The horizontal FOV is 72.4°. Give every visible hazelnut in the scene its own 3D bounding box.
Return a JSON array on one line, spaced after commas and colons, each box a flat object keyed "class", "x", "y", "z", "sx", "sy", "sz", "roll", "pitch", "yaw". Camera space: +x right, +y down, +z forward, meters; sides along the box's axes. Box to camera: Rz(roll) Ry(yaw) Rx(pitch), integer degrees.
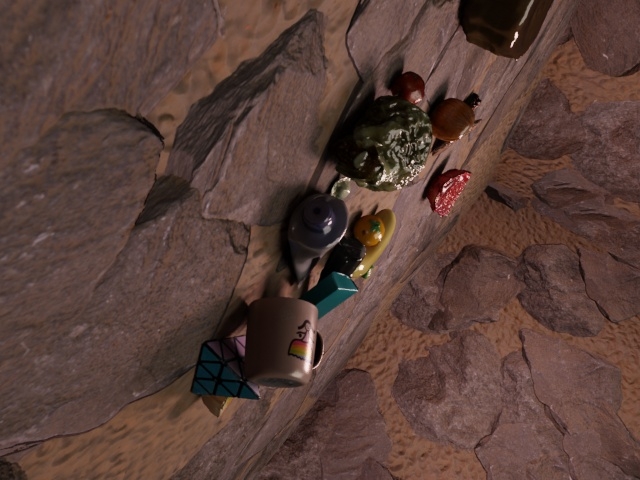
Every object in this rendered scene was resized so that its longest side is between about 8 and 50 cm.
[{"class": "hazelnut", "x": 0.451, "y": -0.411, "z": 1.510, "sx": 0.150, "sy": 0.150, "sz": 0.150, "roll": -45, "pitch": 158, "yaw": -24}]

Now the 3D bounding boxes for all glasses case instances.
[{"class": "glasses case", "x": -0.034, "y": 0.205, "z": 1.341, "sx": 0.301, "sy": 0.070, "sz": 0.117, "roll": -41, "pitch": 150, "yaw": 23}]

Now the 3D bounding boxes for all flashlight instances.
[{"class": "flashlight", "x": 0.024, "y": 0.142, "z": 1.436, "sx": 0.103, "sy": 0.103, "sz": 0.424, "roll": -37, "pitch": 164, "yaw": -40}]

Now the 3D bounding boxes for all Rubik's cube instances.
[{"class": "Rubik's cube", "x": -0.266, "y": 0.300, "z": 1.181, "sx": 0.190, "sy": 0.212, "sz": 0.178, "roll": -79, "pitch": 158, "yaw": -44}]

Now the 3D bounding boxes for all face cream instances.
[{"class": "face cream", "x": 0.000, "y": 0.000, "z": 1.217, "sx": 0.234, "sy": 0.137, "sz": 0.420, "roll": -54, "pitch": 169, "yaw": -15}]

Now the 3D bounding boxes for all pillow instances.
[{"class": "pillow", "x": 0.563, "y": -0.433, "z": 1.809, "sx": 0.248, "sy": 0.049, "sz": 0.135, "roll": -38, "pitch": -177, "yaw": -31}]

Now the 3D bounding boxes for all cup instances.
[{"class": "cup", "x": -0.086, "y": 0.289, "z": 1.182, "sx": 0.253, "sy": 0.192, "sz": 0.200, "roll": 31, "pitch": 51, "yaw": -42}]

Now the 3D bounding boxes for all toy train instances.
[{"class": "toy train", "x": 0.570, "y": -0.506, "z": 1.763, "sx": 0.250, "sy": 0.053, "sz": 0.085, "roll": -44, "pitch": 167, "yaw": -28}]

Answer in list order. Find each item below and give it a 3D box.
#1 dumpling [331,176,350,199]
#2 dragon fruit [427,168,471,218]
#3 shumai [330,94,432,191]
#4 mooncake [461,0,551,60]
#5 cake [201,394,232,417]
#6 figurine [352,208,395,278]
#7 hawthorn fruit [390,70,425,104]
[{"class": "dumpling", "x": 0.052, "y": -0.140, "z": 1.194, "sx": 0.059, "sy": 0.043, "sz": 0.077, "roll": 0, "pitch": 141, "yaw": -48}, {"class": "dragon fruit", "x": 0.598, "y": -0.243, "z": 2.123, "sx": 0.189, "sy": 0.163, "sz": 0.261, "roll": -89, "pitch": -163, "yaw": -61}, {"class": "shumai", "x": 0.147, "y": -0.212, "z": 1.079, "sx": 0.218, "sy": 0.189, "sz": 0.255, "roll": -37, "pitch": 149, "yaw": -43}, {"class": "mooncake", "x": 0.534, "y": -0.682, "z": 1.206, "sx": 0.324, "sy": 0.187, "sz": 0.324, "roll": -47, "pitch": 158, "yaw": -26}, {"class": "cake", "x": -0.269, "y": 0.409, "z": 1.320, "sx": 0.225, "sy": 0.090, "sz": 0.109, "roll": -49, "pitch": 163, "yaw": -50}, {"class": "figurine", "x": 0.163, "y": -0.001, "z": 1.561, "sx": 0.324, "sy": 0.124, "sz": 0.222, "roll": -50, "pitch": 157, "yaw": -22}, {"class": "hawthorn fruit", "x": 0.222, "y": -0.388, "z": 1.127, "sx": 0.093, "sy": 0.093, "sz": 0.093, "roll": -45, "pitch": 158, "yaw": -24}]
